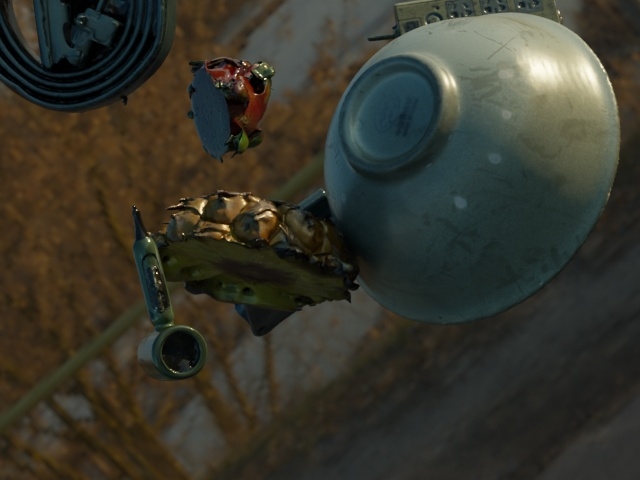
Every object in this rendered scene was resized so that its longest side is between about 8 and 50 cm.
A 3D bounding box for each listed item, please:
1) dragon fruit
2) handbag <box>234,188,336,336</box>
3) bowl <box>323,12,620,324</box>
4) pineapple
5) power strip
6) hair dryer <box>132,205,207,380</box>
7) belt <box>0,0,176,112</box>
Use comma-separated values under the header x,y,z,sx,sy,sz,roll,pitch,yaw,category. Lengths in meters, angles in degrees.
x,y,z,sx,sy,sz,roll,pitch,yaw,category
-0.116,-0.187,2.211,0.175,0.142,0.138,-42,2,-38,dragon fruit
0.000,0.000,1.839,0.229,0.062,0.179,-34,-17,-13,handbag
0.101,-0.091,1.555,0.313,0.146,0.313,-16,62,34,bowl
-0.061,0.006,1.578,0.225,0.225,0.076,-29,48,60,pineapple
0.196,-0.290,2.301,0.268,0.092,0.034,-8,-25,-1,power strip
-0.139,0.044,1.414,0.047,0.150,0.071,-16,1,-21,hair dryer
-0.255,-0.259,1.697,0.206,0.267,0.116,-16,2,3,belt
